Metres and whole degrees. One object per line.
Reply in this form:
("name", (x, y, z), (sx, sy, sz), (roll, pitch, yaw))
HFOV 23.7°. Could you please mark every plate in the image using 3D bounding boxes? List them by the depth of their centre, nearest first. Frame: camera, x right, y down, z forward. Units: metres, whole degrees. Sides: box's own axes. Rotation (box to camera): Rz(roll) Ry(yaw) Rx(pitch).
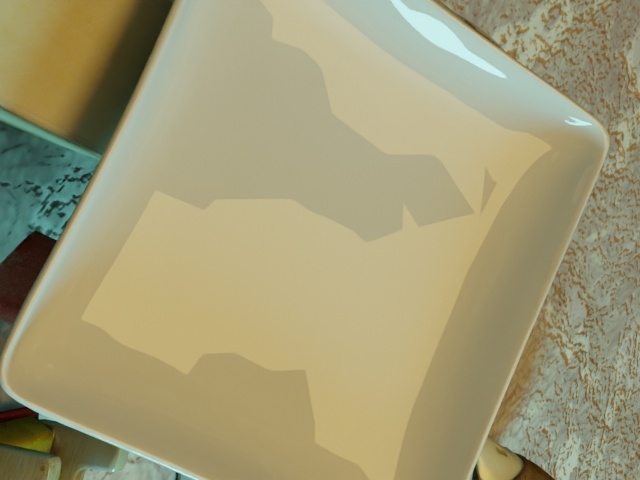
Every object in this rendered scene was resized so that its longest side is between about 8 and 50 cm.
("plate", (0.000, 0.000, 0.780), (0.277, 0.045, 0.278), (31, 77, -32))

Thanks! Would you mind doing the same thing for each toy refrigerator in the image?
("toy refrigerator", (-0.186, -0.129, 0.671), (0.269, 0.102, 0.094), (29, 82, -54))

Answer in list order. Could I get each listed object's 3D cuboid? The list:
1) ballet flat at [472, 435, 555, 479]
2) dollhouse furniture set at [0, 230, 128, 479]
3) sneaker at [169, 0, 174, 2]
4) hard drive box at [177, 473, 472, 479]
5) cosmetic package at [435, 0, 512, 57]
("ballet flat", (0.080, 0.211, 1.202), (0.342, 0.116, 0.124), (-18, 101, -43))
("dollhouse furniture set", (-0.225, 0.065, 0.710), (0.374, 0.152, 0.201), (0, 106, -71))
("sneaker", (-0.052, -0.147, 0.874), (0.128, 0.087, 0.221), (-19, 133, -57))
("hard drive box", (0.002, 0.141, 0.981), (0.089, 0.181, 0.232), (-18, 121, -48))
("cosmetic package", (0.015, -0.035, 0.893), (0.231, 0.117, 0.085), (-41, 163, -24))
